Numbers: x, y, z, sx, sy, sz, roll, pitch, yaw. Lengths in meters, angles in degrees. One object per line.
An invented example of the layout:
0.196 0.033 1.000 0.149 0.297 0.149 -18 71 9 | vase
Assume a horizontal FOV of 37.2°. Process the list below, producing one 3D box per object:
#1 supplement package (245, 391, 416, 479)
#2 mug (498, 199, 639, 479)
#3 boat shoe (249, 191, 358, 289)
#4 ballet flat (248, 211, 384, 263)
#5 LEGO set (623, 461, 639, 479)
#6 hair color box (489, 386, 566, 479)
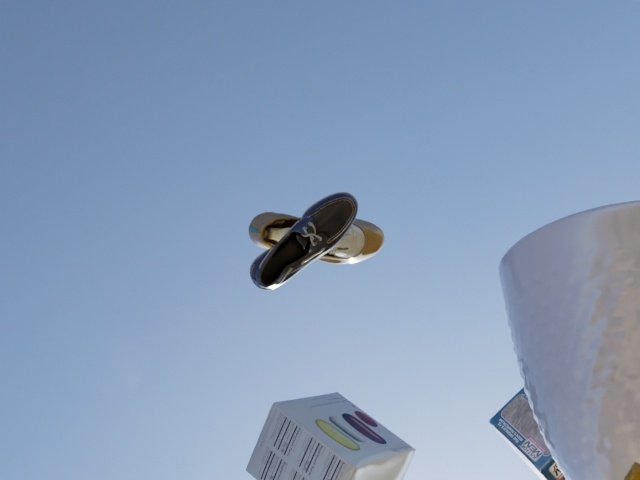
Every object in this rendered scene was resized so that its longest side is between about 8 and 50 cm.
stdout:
0.020 0.393 1.707 0.194 0.203 0.149 1 -65 -53 | supplement package
0.387 0.176 1.193 0.276 0.328 0.374 -9 -25 2 | mug
-0.020 0.004 1.465 0.206 0.065 0.075 -39 -79 -1 | boat shoe
0.000 0.000 1.540 0.232 0.073 0.080 3 -84 -14 | ballet flat
0.304 0.223 0.828 0.227 0.087 0.093 -68 -14 18 | LEGO set
0.479 0.440 1.791 0.105 0.174 0.347 -44 -59 -2 | hair color box
